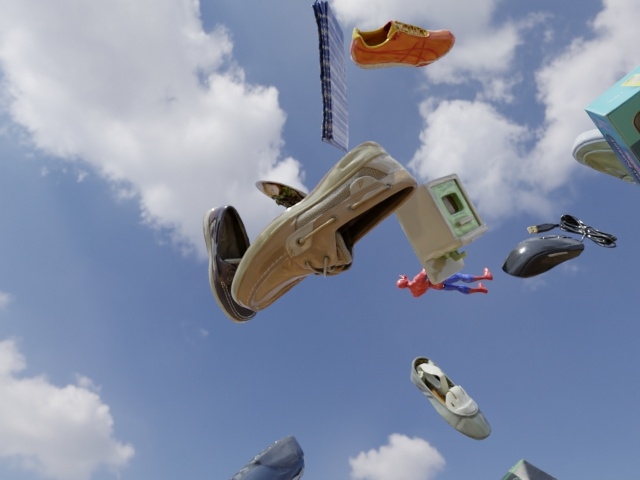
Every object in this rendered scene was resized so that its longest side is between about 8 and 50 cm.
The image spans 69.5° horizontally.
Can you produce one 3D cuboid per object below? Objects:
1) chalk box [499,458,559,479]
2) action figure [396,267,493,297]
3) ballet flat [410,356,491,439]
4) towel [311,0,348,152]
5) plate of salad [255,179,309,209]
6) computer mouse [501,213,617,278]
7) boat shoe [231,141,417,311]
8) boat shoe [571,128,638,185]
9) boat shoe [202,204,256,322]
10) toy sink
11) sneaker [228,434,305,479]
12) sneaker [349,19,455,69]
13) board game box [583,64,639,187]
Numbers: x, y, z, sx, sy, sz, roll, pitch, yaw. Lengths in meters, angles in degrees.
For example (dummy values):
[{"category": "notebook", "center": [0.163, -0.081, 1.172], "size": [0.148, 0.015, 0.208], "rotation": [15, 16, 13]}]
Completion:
[{"category": "chalk box", "center": [0.400, 0.548, 0.829], "size": [0.180, 0.289, 0.179], "rotation": [-32, -75, -20]}, {"category": "action figure", "center": [0.352, 0.106, 1.390], "size": [0.281, 0.139, 0.091], "rotation": [-2, -57, -13]}, {"category": "ballet flat", "center": [0.255, 0.311, 0.934], "size": [0.072, 0.213, 0.068], "rotation": [-17, -62, -22]}, {"category": "towel", "center": [0.031, -0.406, 1.186], "size": [0.040, 0.243, 0.335], "rotation": [-2, -86, 14]}, {"category": "plate of salad", "center": [-0.100, -0.122, 1.346], "size": [0.200, 0.048, 0.200], "rotation": [17, -13, 4]}, {"category": "computer mouse", "center": [0.532, -0.004, 1.095], "size": [0.262, 0.184, 0.060], "rotation": [-19, -66, -3]}, {"category": "boat shoe", "center": [0.000, 0.000, 0.718], "size": [0.341, 0.110, 0.122], "rotation": [-46, -26, 8]}, {"category": "boat shoe", "center": [0.657, -0.146, 0.901], "size": [0.303, 0.094, 0.109], "rotation": [14, -29, 17]}, {"category": "boat shoe", "center": [-0.204, 0.054, 1.080], "size": [0.103, 0.284, 0.092], "rotation": [-10, -4, -33]}, {"category": "toy sink", "center": [0.312, -0.032, 1.148], "size": [0.131, 0.153, 0.234], "rotation": [-33, -99, 48]}, {"category": "sneaker", "center": [-0.091, 0.309, 0.384], "size": [0.131, 0.319, 0.112], "rotation": [38, -50, 16]}, {"category": "sneaker", "center": [0.136, -0.319, 0.742], "size": [0.175, 0.064, 0.067], "rotation": [-11, -34, -7]}, {"category": "board game box", "center": [0.653, -0.229, 0.737], "size": [0.336, 0.079, 0.254], "rotation": [-40, -73, 19]}]
